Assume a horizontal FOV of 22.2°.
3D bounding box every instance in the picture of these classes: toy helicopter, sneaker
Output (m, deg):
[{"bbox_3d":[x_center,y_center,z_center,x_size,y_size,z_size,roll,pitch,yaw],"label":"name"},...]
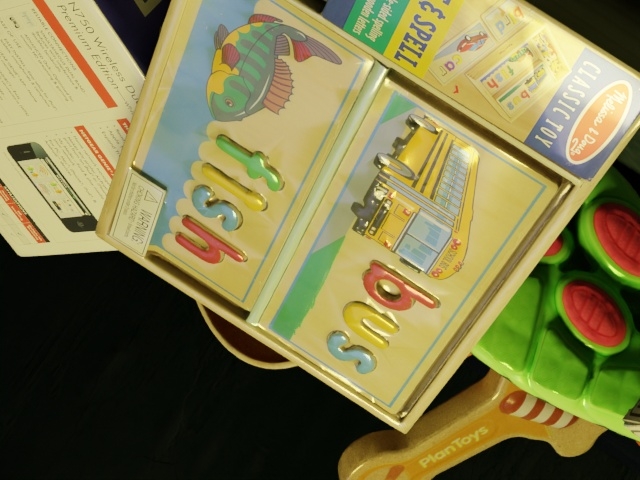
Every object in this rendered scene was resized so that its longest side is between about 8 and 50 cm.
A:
[{"bbox_3d":[0.163,0.135,1.454,0.235,0.355,0.140,48,-165,-42],"label":"toy helicopter"},{"bbox_3d":[0.243,0.080,1.253,0.482,0.185,0.202,36,171,0],"label":"sneaker"}]

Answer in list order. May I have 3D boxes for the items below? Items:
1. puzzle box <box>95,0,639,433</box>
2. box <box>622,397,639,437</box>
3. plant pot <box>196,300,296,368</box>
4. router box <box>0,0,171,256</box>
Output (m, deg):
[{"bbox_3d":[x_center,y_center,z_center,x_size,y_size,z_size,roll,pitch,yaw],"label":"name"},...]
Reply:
[{"bbox_3d":[0.019,-0.055,1.009,0.272,0.052,0.409,32,143,4],"label":"puzzle box"},{"bbox_3d":[0.364,0.134,1.050,0.290,0.169,0.087,36,175,1],"label":"box"},{"bbox_3d":[0.050,-0.013,1.432,0.254,0.237,0.237,0,-158,-43],"label":"plant pot"},{"bbox_3d":[-0.210,-0.140,1.218,0.301,0.082,0.335,-3,129,44],"label":"router box"}]
